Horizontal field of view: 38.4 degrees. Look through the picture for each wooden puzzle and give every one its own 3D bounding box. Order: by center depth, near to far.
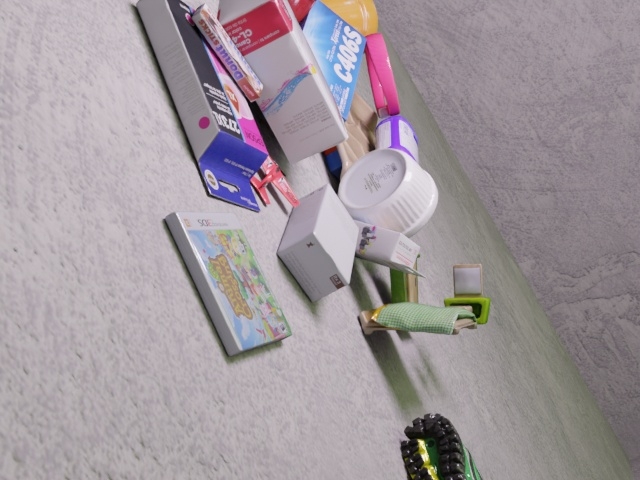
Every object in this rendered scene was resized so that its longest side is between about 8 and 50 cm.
[{"bbox_3d":[0.079,-0.218,2.208,0.322,0.080,0.348,36,36,-52],"label":"wooden puzzle"}]

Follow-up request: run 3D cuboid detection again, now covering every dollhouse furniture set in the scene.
[{"bbox_3d":[0.213,0.102,1.837,0.301,0.197,0.151,1,87,-67],"label":"dollhouse furniture set"}]

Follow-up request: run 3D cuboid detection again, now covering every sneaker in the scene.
[{"bbox_3d":[0.248,0.461,1.558,0.146,0.134,0.343,46,23,-40],"label":"sneaker"}]

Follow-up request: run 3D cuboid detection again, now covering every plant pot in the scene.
[{"bbox_3d":[0.016,-0.562,2.375,0.188,0.205,0.205,-24,85,-57],"label":"plant pot"}]

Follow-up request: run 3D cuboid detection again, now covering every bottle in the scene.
[{"bbox_3d":[0.181,-0.180,2.165,0.118,0.092,0.283,54,24,-32],"label":"bottle"}]

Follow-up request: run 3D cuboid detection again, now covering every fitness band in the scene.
[{"bbox_3d":[0.148,-0.413,2.302,0.291,0.054,0.209,-90,166,-79],"label":"fitness band"}]

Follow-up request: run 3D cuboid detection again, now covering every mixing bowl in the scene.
[{"bbox_3d":[-0.105,-0.533,2.077,0.181,0.098,0.181,19,19,-7],"label":"mixing bowl"}]

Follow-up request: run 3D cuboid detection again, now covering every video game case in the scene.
[{"bbox_3d":[-0.127,0.055,1.324,0.212,0.023,0.193,64,18,8],"label":"video game case"}]

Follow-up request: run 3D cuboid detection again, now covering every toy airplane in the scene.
[{"bbox_3d":[-0.092,-0.110,1.653,0.151,0.028,0.151,50,21,-27],"label":"toy airplane"}]

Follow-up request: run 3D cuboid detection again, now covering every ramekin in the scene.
[{"bbox_3d":[0.134,-0.099,1.952,0.109,0.207,0.207,49,21,-40],"label":"ramekin"}]

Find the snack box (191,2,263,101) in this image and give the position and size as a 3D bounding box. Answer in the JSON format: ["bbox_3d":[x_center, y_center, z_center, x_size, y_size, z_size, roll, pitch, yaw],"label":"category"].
[{"bbox_3d":[-0.160,-0.326,1.602,0.178,0.022,0.064,54,17,-24],"label":"snack box"}]

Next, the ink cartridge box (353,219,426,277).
[{"bbox_3d":[0.125,0.014,1.824,0.104,0.181,0.062,30,79,-58],"label":"ink cartridge box"}]

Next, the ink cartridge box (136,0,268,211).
[{"bbox_3d":[-0.184,-0.233,1.540,0.176,0.069,0.371,19,48,-65],"label":"ink cartridge box"}]

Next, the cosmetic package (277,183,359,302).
[{"bbox_3d":[0.000,0.000,1.654,0.117,0.085,0.231,55,21,-16],"label":"cosmetic package"}]

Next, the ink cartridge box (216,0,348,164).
[{"bbox_3d":[-0.075,-0.331,1.767,0.226,0.131,0.306,-99,164,-63],"label":"ink cartridge box"}]

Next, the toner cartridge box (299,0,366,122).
[{"bbox_3d":[0.001,-0.393,2.067,0.165,0.075,0.348,34,40,-19],"label":"toner cartridge box"}]
